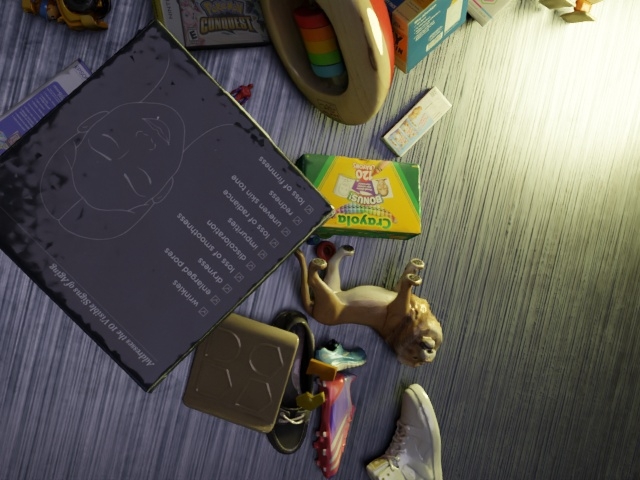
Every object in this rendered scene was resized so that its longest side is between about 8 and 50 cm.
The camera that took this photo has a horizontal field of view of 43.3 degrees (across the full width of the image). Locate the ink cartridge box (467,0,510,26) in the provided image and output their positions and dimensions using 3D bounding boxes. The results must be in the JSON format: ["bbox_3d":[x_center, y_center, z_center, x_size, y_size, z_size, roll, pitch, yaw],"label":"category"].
[{"bbox_3d":[0.410,-0.604,1.840,0.109,0.062,0.209,40,122,-14],"label":"ink cartridge box"}]

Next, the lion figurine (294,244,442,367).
[{"bbox_3d":[0.100,0.149,1.833,0.393,0.142,0.240,15,120,-2],"label":"lion figurine"}]

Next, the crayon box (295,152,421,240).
[{"bbox_3d":[0.083,-0.095,1.813,0.279,0.081,0.165,4,78,-16],"label":"crayon box"}]

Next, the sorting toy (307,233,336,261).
[{"bbox_3d":[0.000,0.000,1.841,0.061,0.042,0.101,-4,83,-31],"label":"sorting toy"}]

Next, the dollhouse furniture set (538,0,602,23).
[{"bbox_3d":[0.585,-0.686,1.929,0.259,0.135,0.261,22,88,-27],"label":"dollhouse furniture set"}]

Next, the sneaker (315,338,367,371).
[{"bbox_3d":[0.048,0.257,1.829,0.162,0.063,0.073,-2,79,-51],"label":"sneaker"}]

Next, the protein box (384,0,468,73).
[{"bbox_3d":[0.210,-0.513,1.757,0.200,0.201,0.136,-43,73,-9],"label":"protein box"}]

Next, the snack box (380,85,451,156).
[{"bbox_3d":[0.225,-0.278,1.889,0.178,0.022,0.064,-45,104,-9],"label":"snack box"}]

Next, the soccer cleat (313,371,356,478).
[{"bbox_3d":[0.039,0.425,1.857,0.095,0.083,0.247,-1,91,-20],"label":"soccer cleat"}]

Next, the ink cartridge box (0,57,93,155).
[{"bbox_3d":[-0.571,-0.208,1.651,0.333,0.065,0.165,-39,102,-9],"label":"ink cartridge box"}]

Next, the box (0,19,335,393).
[{"bbox_3d":[-0.319,-0.059,1.529,0.472,0.297,0.480,-44,97,-9],"label":"box"}]

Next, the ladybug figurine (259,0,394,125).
[{"bbox_3d":[0.030,-0.439,1.673,0.162,0.305,0.449,-45,139,-25],"label":"ladybug figurine"}]

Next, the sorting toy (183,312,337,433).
[{"bbox_3d":[-0.129,0.298,1.765,0.308,0.041,0.228,18,95,7],"label":"sorting toy"}]

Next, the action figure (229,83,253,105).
[{"bbox_3d":[-0.190,-0.306,1.769,0.115,0.030,0.038,-43,109,-14],"label":"action figure"}]

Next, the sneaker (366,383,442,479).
[{"bbox_3d":[0.187,0.493,1.886,0.169,0.108,0.292,-10,98,-18],"label":"sneaker"}]

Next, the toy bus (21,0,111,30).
[{"bbox_3d":[-0.543,-0.514,1.606,0.212,0.149,0.220,-13,100,-1],"label":"toy bus"}]

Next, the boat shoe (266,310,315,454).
[{"bbox_3d":[-0.070,0.325,1.808,0.112,0.095,0.334,1,93,-16],"label":"boat shoe"}]

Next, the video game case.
[{"bbox_3d":[-0.232,-0.525,1.681,0.275,0.035,0.248,-16,98,-40],"label":"video game case"}]
